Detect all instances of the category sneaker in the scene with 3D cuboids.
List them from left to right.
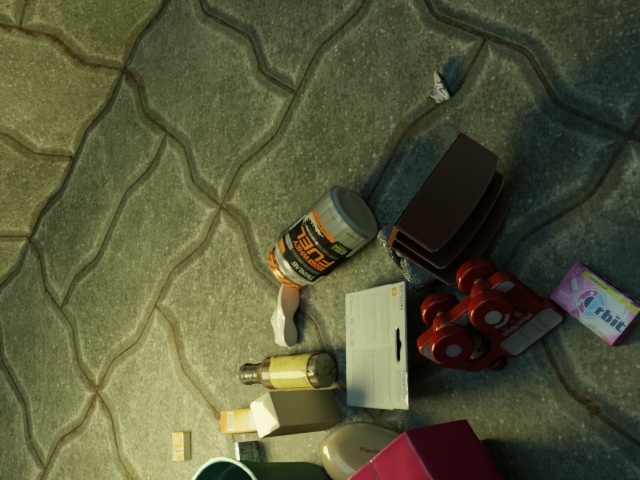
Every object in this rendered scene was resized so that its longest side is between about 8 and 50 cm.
[{"bbox_3d":[-0.124,0.232,2.149,0.094,0.080,0.212,-6,79,51],"label":"sneaker"},{"bbox_3d":[0.326,-0.431,1.915,0.069,0.038,0.098,-33,62,30],"label":"sneaker"}]

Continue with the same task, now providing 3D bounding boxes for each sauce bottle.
[{"bbox_3d":[-0.113,0.407,2.076,0.344,0.111,0.111,-10,75,37],"label":"sauce bottle"}]

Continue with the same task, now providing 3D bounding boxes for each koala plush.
[{"bbox_3d":[0.300,0.012,1.789,0.221,0.203,0.196,-37,67,5],"label":"koala plush"}]

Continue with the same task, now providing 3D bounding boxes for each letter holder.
[{"bbox_3d":[0.339,-0.068,1.650,0.214,0.152,0.302,35,75,9],"label":"letter holder"}]

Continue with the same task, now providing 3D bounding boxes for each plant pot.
[{"bbox_3d":[-0.148,0.771,1.890,0.341,0.334,0.341,-10,75,39],"label":"plant pot"}]

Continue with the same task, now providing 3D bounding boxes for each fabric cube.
[{"bbox_3d":[0.243,0.580,1.467,0.259,0.254,0.258,-49,56,27],"label":"fabric cube"}]

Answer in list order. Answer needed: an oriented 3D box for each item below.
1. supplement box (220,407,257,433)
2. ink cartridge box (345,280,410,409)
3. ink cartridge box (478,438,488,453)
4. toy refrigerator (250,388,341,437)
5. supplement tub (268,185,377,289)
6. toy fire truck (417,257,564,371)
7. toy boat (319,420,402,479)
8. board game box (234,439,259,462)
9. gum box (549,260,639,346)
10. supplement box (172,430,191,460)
[{"bbox_3d":[-0.215,0.577,2.153,0.233,0.078,0.080,-14,70,37],"label":"supplement box"},{"bbox_3d":[0.170,0.288,1.813,0.330,0.071,0.324,-20,67,61],"label":"ink cartridge box"},{"bbox_3d":[0.373,0.587,1.614,0.082,0.139,0.191,-45,56,27],"label":"ink cartridge box"},{"bbox_3d":[-0.069,0.493,1.919,0.094,0.269,0.102,-37,61,29],"label":"toy refrigerator"},{"bbox_3d":[0.000,0.000,2.006,0.316,0.193,0.194,-41,58,28],"label":"supplement tub"},{"bbox_3d":[0.397,0.210,1.608,0.302,0.254,0.169,-47,22,22],"label":"toy fire truck"},{"bbox_3d":[0.107,0.639,1.766,0.267,0.148,0.318,14,59,14],"label":"toy boat"},{"bbox_3d":[-0.233,0.686,2.137,0.020,0.090,0.090,-20,69,35],"label":"board game box"},{"bbox_3d":[0.630,0.141,1.534,0.188,0.062,0.107,44,109,36],"label":"gum box"},{"bbox_3d":[-0.494,0.730,2.384,0.062,0.036,0.098,-16,72,38],"label":"supplement box"}]
